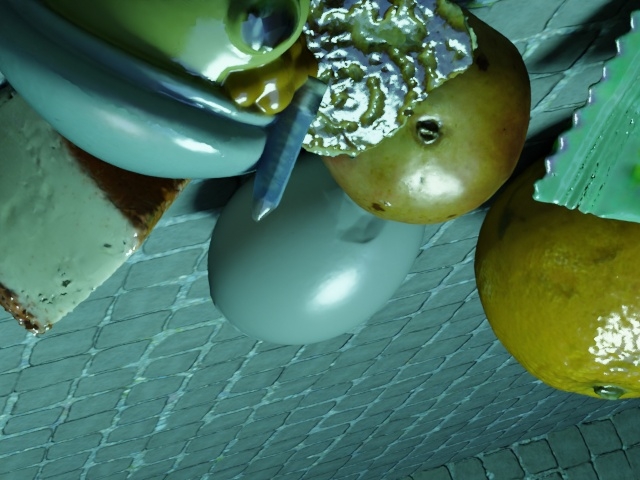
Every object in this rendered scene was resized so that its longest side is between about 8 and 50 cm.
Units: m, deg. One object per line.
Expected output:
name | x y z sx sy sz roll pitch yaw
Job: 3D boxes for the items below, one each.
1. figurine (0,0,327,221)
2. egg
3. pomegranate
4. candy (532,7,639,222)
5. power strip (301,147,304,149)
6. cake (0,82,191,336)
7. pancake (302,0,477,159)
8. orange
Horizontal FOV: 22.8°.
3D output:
figurine | -0.100 -0.205 0.886 0.205 0.224 0.381 -18 133 -22
egg | 0.000 0.000 1.503 0.232 0.176 0.176 -33 158 29
pomegranate | 0.078 -0.106 1.297 0.191 0.191 0.191 -19 161 -7
candy | 0.413 -0.112 1.550 0.398 0.172 0.262 11 105 -34
power strip | 0.020 -0.113 1.446 0.253 0.027 0.060 -15 161 -17
cake | -0.160 -0.024 1.297 0.158 0.159 0.262 -38 157 32
pancake | -0.003 -0.176 1.138 0.257 0.056 0.212 25 114 -28
orange | 0.327 0.031 1.760 0.312 0.312 0.312 -19 161 -7
